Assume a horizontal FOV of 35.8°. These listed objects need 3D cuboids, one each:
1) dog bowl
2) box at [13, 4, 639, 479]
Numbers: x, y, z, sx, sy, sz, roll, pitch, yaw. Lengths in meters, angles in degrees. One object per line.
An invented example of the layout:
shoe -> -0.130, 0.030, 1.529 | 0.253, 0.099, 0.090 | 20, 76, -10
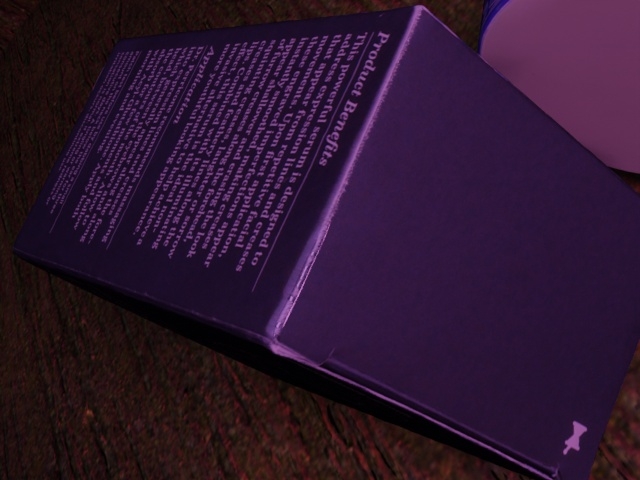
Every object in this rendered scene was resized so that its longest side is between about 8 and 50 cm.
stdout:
dog bowl -> 0.233, -0.139, 0.604 | 0.265, 0.265, 0.104 | -8, 61, 47
box -> 0.000, 0.000, 0.755 | 0.395, 0.293, 0.212 | 12, 74, 52
